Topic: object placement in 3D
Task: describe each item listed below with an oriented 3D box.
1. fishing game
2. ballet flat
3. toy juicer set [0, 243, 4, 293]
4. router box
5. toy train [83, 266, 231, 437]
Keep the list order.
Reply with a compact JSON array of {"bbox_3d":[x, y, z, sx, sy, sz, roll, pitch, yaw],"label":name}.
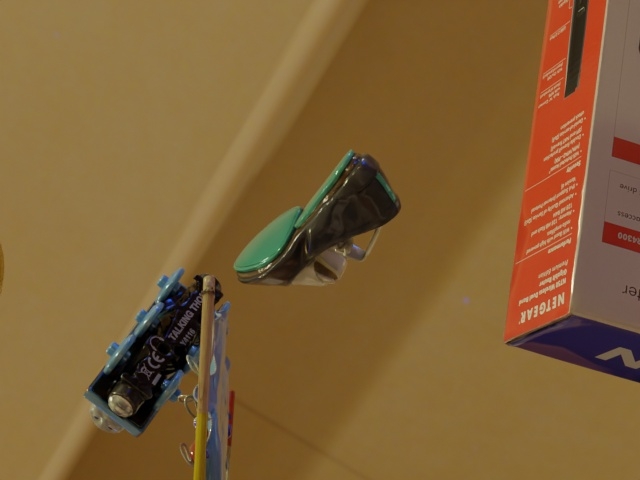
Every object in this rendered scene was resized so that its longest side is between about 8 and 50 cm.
[{"bbox_3d":[-0.082,0.142,1.018,0.264,0.041,0.189,92,180,-71],"label":"fishing game"},{"bbox_3d":[0.000,0.000,1.150,0.203,0.074,0.074,-40,17,53],"label":"ballet flat"},{"bbox_3d":[-0.253,0.112,0.644,0.209,0.089,0.329,42,-120,-58],"label":"toy juicer set"},{"bbox_3d":[0.292,-0.045,0.897,0.082,0.335,0.301,143,142,-64],"label":"router box"},{"bbox_3d":[-0.150,0.104,1.357,0.105,0.080,0.184,-49,6,45],"label":"toy train"}]
